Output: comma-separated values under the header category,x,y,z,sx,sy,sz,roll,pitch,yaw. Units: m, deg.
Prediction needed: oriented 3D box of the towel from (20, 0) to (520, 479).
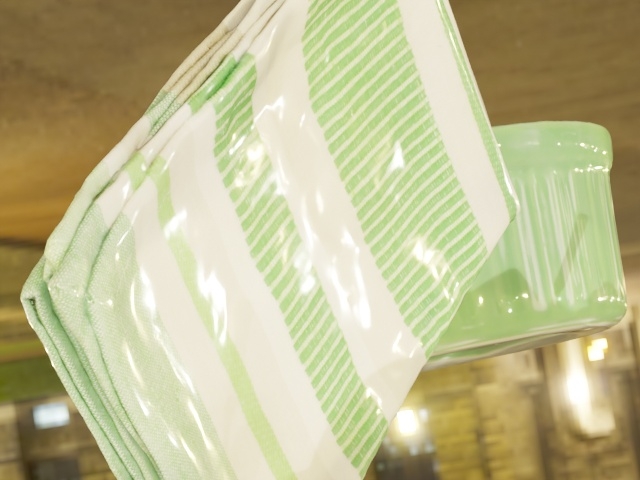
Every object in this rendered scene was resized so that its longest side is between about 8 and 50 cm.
category,x,y,z,sx,sy,sz,roll,pitch,yaw
towel,0.000,0.000,0.756,0.038,0.248,0.325,2,-139,31

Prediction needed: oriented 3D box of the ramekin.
category,x,y,z,sx,sy,sz,roll,pitch,yaw
ramekin,0.090,0.020,1.265,0.303,0.148,0.303,-11,172,-2
